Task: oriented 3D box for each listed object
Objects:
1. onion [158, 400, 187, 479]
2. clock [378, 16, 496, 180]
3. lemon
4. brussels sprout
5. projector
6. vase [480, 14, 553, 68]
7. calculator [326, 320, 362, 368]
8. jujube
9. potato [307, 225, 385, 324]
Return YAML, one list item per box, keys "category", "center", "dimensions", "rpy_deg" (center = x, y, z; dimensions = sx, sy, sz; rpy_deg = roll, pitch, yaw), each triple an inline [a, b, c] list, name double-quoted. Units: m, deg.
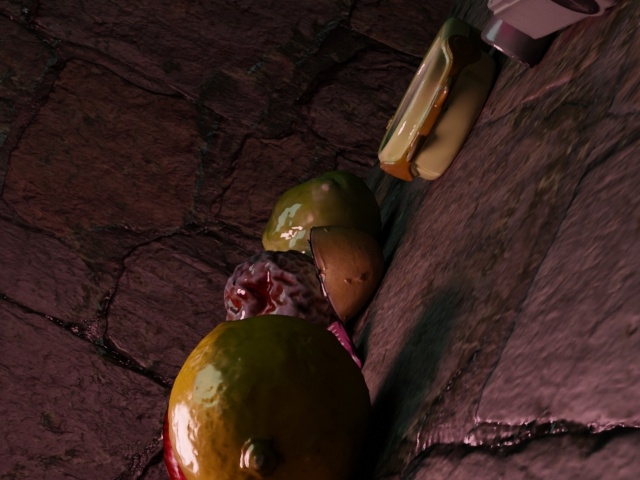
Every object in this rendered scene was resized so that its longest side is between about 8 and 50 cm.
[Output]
- category: "onion"
  center: [-0.196, 0.380, 2.019]
  dimensions: [0.314, 0.232, 0.313]
  rpy_deg: [11, -103, -59]
- category: "clock"
  center: [0.209, -0.236, 1.845]
  dimensions: [0.286, 0.117, 0.348]
  rpy_deg: [-62, 4, 21]
- category: "lemon"
  center: [-0.060, 0.212, 1.266]
  dimensions: [0.260, 0.260, 0.284]
  rpy_deg: [-63, -21, 8]
- category: "brussels sprout"
  center: [0.001, -0.003, 2.267]
  dimensions: [0.316, 0.243, 0.274]
  rpy_deg: [-64, -3, 8]
- category: "projector"
  center: [0.296, -0.352, 1.210]
  dimensions: [0.192, 0.099, 0.257]
  rpy_deg: [-65, 8, -1]
- category: "vase"
  center: [0.308, -0.343, 1.396]
  dimensions: [0.214, 0.086, 0.086]
  rpy_deg: [-58, 4, 15]
- category: "calculator"
  center: [0.010, 0.210, 1.714]
  dimensions: [0.126, 0.034, 0.190]
  rpy_deg: [-45, 19, 6]
- category: "jujube"
  center: [-0.065, 0.130, 2.015]
  dimensions: [0.226, 0.226, 0.317]
  rpy_deg: [-64, -24, -6]
- category: "potato"
  center: [0.063, 0.047, 1.950]
  dimensions: [0.117, 0.182, 0.202]
  rpy_deg: [-19, 22, 10]
